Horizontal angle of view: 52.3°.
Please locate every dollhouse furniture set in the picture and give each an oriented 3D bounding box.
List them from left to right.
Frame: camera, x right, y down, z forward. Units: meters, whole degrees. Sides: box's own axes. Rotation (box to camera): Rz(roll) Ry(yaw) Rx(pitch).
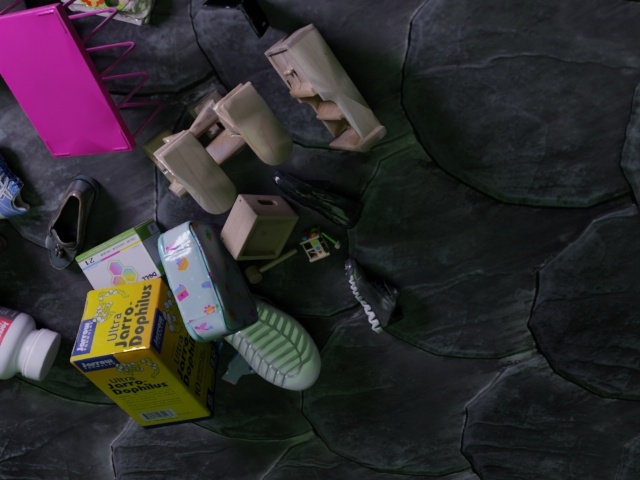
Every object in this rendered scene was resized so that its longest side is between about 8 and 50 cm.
[{"bbox_3d":[-0.113,-0.194,1.289,0.394,0.362,0.256,-42,110,-9],"label":"dollhouse furniture set"}]

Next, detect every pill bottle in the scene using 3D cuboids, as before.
[{"bbox_3d":[-0.850,0.253,1.673,0.319,0.176,0.176,19,119,-7],"label":"pill bottle"}]

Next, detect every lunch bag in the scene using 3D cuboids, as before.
[{"bbox_3d":[-0.252,0.096,1.493,0.108,0.224,0.279,-22,86,12],"label":"lunch bag"}]

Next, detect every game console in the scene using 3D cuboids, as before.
[{"bbox_3d":[-0.161,-0.441,1.274,0.071,0.122,0.107,-26,115,18],"label":"game console"}]

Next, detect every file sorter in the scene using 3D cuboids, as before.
[{"bbox_3d":[-0.471,-0.339,1.275,0.202,0.182,0.290,-1,131,23],"label":"file sorter"}]

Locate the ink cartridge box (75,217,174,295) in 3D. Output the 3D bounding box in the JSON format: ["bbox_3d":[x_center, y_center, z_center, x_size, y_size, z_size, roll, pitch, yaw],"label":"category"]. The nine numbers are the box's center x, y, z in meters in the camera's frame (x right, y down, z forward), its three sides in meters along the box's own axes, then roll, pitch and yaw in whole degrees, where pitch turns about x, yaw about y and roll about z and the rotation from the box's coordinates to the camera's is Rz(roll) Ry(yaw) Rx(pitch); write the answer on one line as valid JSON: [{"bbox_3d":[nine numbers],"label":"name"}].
[{"bbox_3d":[-0.432,0.102,1.571,0.189,0.097,0.255,-25,100,20],"label":"ink cartridge box"}]

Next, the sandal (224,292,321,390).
[{"bbox_3d":[-0.165,0.213,1.660,0.416,0.102,0.169,39,100,-3],"label":"sandal"}]

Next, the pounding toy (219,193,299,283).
[{"bbox_3d":[-0.142,-0.003,1.529,0.181,0.094,0.206,-1,130,-45],"label":"pounding toy"}]

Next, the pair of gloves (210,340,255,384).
[{"bbox_3d":[-0.254,0.316,1.759,0.198,0.023,0.159,30,117,-12],"label":"pair of gloves"}]

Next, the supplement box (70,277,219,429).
[{"bbox_3d":[-0.403,0.281,1.566,0.195,0.194,0.356,-12,138,11],"label":"supplement box"}]

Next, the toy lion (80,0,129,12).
[{"bbox_3d":[-0.428,-0.486,1.268,0.096,0.034,0.100,-29,116,28],"label":"toy lion"}]

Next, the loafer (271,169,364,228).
[{"bbox_3d":[-0.005,-0.106,1.486,0.223,0.076,0.078,29,87,-7],"label":"loafer"}]

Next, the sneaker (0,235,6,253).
[{"bbox_3d":[-0.870,0.043,1.617,0.188,0.071,0.066,-28,114,17],"label":"sneaker"}]

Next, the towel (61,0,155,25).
[{"bbox_3d":[-0.406,-0.573,1.259,0.187,0.049,0.282,11,119,-3],"label":"towel"}]

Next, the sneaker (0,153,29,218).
[{"bbox_3d":[-0.736,-0.145,1.508,0.081,0.080,0.211,-1,129,-3],"label":"sneaker"}]

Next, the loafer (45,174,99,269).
[{"bbox_3d":[-0.606,-0.031,1.551,0.096,0.084,0.267,23,118,-9],"label":"loafer"}]

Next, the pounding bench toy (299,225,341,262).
[{"bbox_3d":[0.000,0.000,1.549,0.083,0.052,0.065,-22,115,15],"label":"pounding bench toy"}]

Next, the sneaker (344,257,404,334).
[{"bbox_3d":[0.138,0.125,1.600,0.106,0.078,0.234,-21,119,12],"label":"sneaker"}]

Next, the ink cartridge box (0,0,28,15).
[{"bbox_3d":[-0.809,-0.476,1.270,0.395,0.166,0.285,-6,118,8],"label":"ink cartridge box"}]
